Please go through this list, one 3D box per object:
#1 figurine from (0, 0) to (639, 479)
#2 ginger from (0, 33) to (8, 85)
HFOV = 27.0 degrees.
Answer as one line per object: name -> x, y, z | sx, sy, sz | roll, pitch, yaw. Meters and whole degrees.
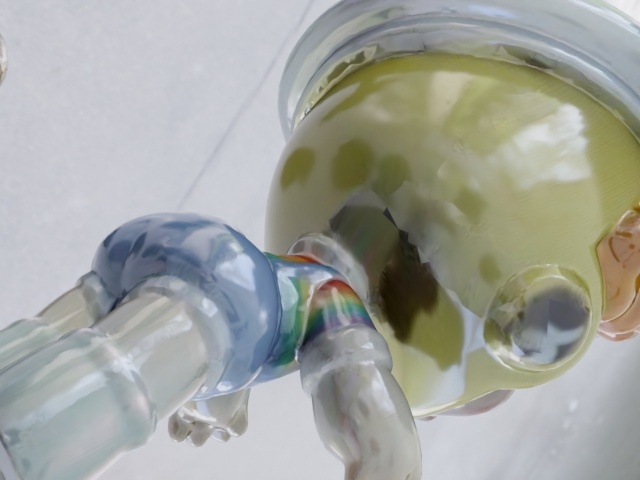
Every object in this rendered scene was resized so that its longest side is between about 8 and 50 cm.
figurine -> 0.019, 0.000, 0.569 | 0.382, 0.224, 0.205 | -29, 107, -49
ginger -> -0.343, -0.150, 0.809 | 0.133, 0.309, 0.107 | 146, -40, -66
